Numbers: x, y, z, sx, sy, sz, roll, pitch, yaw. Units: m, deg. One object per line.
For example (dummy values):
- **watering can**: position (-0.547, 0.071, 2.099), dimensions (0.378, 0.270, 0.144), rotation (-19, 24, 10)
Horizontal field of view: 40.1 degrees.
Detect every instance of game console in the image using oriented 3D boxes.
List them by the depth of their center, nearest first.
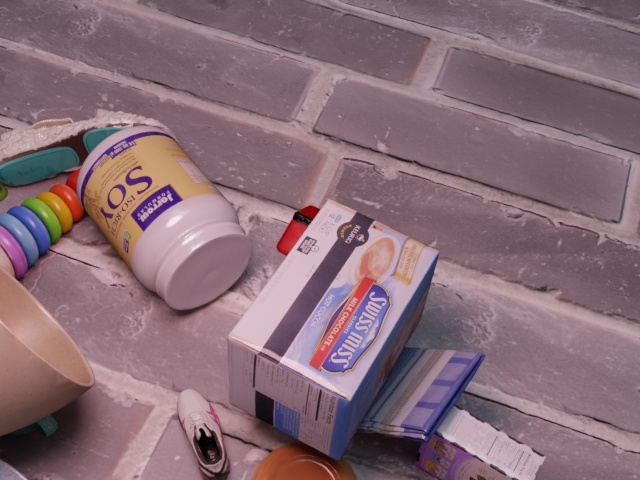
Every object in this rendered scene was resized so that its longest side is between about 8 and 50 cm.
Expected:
- **game console**: position (0.000, 0.000, 1.900), dimensions (0.144, 0.085, 0.124), rotation (29, 25, 15)

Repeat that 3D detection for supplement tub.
- **supplement tub**: position (-0.313, -0.046, 1.765), dimensions (0.241, 0.241, 0.331), rotation (-30, 60, -24)

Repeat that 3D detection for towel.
- **towel**: position (0.142, 0.272, 1.584), dimensions (0.285, 0.034, 0.209), rotation (-6, 34, 50)

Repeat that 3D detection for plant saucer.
- **plant saucer**: position (-0.027, 0.445, 1.547), dimensions (0.199, 0.037, 0.200), rotation (2, 53, -3)

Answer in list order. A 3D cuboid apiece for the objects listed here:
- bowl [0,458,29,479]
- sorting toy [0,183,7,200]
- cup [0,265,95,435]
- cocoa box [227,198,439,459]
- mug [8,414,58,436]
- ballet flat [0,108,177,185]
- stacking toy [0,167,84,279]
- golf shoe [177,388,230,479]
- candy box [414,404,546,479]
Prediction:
- **bowl**: position (-0.578, 0.481, 1.378), dimensions (0.156, 0.289, 0.289), rotation (-48, 62, 15)
- **sorting toy**: position (-0.735, -0.120, 1.909), dimensions (0.101, 0.042, 0.061), rotation (21, 54, 10)
- **cup**: position (-0.569, 0.195, 1.423), dimensions (0.237, 0.331, 0.331), rotation (-42, 64, -5)
- **cocoa box**: position (0.024, 0.151, 1.524), dimensions (0.227, 0.231, 0.347), rotation (25, 54, 15)
- **mug**: position (-0.543, 0.296, 1.577), dimensions (0.129, 0.097, 0.158), rotation (-10, 55, -13)
- **ballet flat**: position (-0.523, -0.227, 1.923), dimensions (0.408, 0.147, 0.147), rotation (-10, 54, -3)
- **stacking toy**: position (-0.574, -0.040, 1.823), dimensions (0.141, 0.141, 0.330), rotation (33, 50, 19)
- **golf shoe**: position (-0.210, 0.339, 1.581), dimensions (0.067, 0.086, 0.186), rotation (-20, 56, -17)
- **candy box**: position (0.275, 0.386, 1.536), dimensions (0.196, 0.165, 0.070), rotation (28, 57, 15)
